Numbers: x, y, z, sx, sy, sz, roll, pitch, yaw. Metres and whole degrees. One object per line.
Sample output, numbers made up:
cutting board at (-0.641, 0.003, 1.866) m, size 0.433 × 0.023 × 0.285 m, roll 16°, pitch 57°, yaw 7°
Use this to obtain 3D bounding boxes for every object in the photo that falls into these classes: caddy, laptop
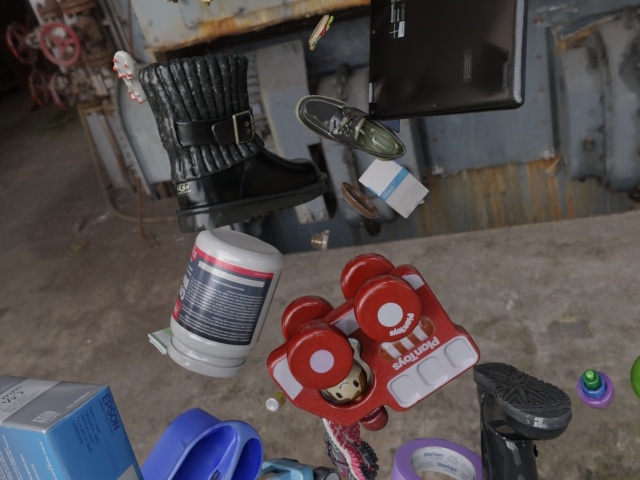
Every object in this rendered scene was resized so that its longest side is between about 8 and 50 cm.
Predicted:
caddy at (-0.287, 0.577, 1.495) m, size 0.179 × 0.241 × 0.341 m, roll 18°, pitch 73°, yaw 49°
laptop at (0.198, -0.373, 0.963) m, size 0.236 × 0.381 × 0.408 m, roll -5°, pitch 8°, yaw -41°

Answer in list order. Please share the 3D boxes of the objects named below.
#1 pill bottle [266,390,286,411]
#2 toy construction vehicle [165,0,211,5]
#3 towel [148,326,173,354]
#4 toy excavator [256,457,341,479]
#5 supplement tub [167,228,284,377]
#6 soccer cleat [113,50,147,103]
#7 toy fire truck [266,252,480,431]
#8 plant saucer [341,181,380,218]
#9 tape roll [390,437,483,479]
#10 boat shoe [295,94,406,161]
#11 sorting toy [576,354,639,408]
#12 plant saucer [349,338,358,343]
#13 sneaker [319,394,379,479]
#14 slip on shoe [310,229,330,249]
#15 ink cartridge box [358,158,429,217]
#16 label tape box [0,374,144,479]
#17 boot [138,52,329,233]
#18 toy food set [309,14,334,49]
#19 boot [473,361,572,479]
pill bottle at (-0.130, 0.485, 1.888) m, size 0.044 × 0.043 × 0.083 m, roll -4°, pitch 6°, yaw 22°
toy construction vehicle at (-0.249, -0.457, 1.161) m, size 0.086 × 0.035 × 0.098 m, roll 6°, pitch 10°, yaw 0°
towel at (-0.375, 0.262, 1.682) m, size 0.152 × 0.023 × 0.113 m, roll -14°, pitch 25°, yaw -34°
toy excavator at (-0.156, 0.766, 1.858) m, size 0.222 × 0.432 × 0.445 m, roll -3°, pitch 0°, yaw 39°
supplement tub at (-0.201, 0.127, 1.304) m, size 0.191 × 0.272 × 0.191 m, roll 19°, pitch 9°, yaw -3°
soccer cleat at (-0.504, -0.453, 1.685) m, size 0.068 × 0.196 × 0.076 m, roll 29°, pitch 69°, yaw 14°
toy fire truck at (0.082, 0.185, 1.013) m, size 0.302 × 0.253 × 0.169 m, roll -36°, pitch 15°, yaw 1°
plant saucer at (0.127, -0.128, 2.054) m, size 0.029 × 0.168 × 0.168 m, roll -48°, pitch 23°, yaw 18°
tape roll at (0.341, 0.678, 1.763) m, size 0.275 × 0.090 × 0.275 m, roll 5°, pitch 17°, yaw -2°
boat shoe at (0.063, -0.212, 1.163) m, size 0.080 × 0.224 × 0.073 m, roll -67°, pitch 17°, yaw 0°
sorting toy at (0.641, 0.224, 1.102) m, size 0.366 × 0.126 × 0.127 m, roll -16°, pitch 53°, yaw 22°
plant saucer at (0.144, 0.230, 1.843) m, size 0.195 × 0.194 × 0.037 m, roll -30°, pitch 36°, yaw -23°
sneaker at (0.056, 0.581, 1.787) m, size 0.112 × 0.299 × 0.121 m, roll -13°, pitch 19°, yaw 35°
slip on shoe at (0.000, 0.000, 1.567) m, size 0.041 × 0.051 × 0.135 m, roll 7°, pitch 9°, yaw 3°
ink cartridge box at (0.182, -0.128, 1.497) m, size 0.090 × 0.143 × 0.092 m, roll -50°, pitch 43°, yaw 6°
label tape box at (-0.421, 0.329, 0.905) m, size 0.348 × 0.249 × 0.115 m, roll -3°, pitch 21°, yaw 33°
boot at (-0.120, -0.169, 1.009) m, size 0.131 × 0.260 × 0.348 m, roll -8°, pitch 8°, yaw 33°
toy food set at (-0.001, -0.485, 1.441) m, size 0.083 × 0.020 × 0.082 m, roll -63°, pitch 16°, yaw -9°
boot at (0.462, 0.542, 1.417) m, size 0.146 × 0.444 × 0.367 m, roll -3°, pitch 4°, yaw -2°
